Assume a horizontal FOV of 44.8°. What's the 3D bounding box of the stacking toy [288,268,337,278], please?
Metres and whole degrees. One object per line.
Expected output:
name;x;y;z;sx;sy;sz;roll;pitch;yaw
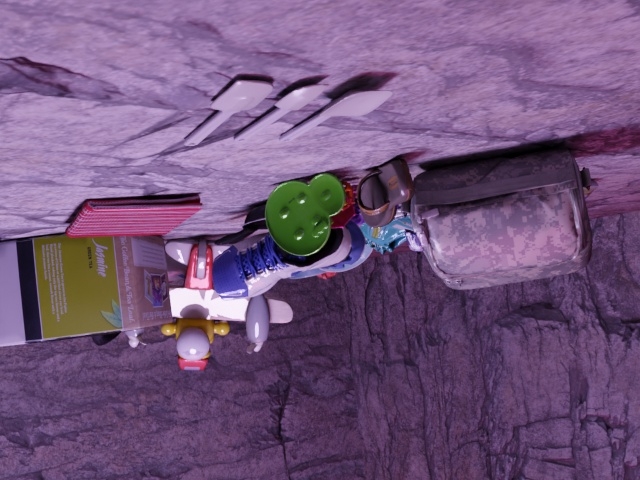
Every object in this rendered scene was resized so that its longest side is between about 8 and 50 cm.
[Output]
stacking toy;0.050;0.052;2.314;0.279;0.130;0.309;-11;-176;21

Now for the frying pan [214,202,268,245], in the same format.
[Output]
frying pan;-0.088;-0.041;1.633;0.197;0.053;0.326;-5;175;-24

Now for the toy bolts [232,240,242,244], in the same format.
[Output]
toy bolts;-0.177;0.086;2.352;0.158;0.218;0.228;-18;-172;37

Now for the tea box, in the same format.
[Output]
tea box;-0.527;0.106;1.738;0.323;0.220;0.329;-6;176;0

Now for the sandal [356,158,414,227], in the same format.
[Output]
sandal;0.094;-0.073;1.282;0.060;0.090;0.219;-17;175;-15

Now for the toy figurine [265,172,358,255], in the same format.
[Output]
toy figurine;0.014;-0.066;1.355;0.173;0.130;0.159;-40;172;33

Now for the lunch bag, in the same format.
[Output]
lunch bag;0.311;-0.047;1.354;0.305;0.212;0.256;-9;159;16

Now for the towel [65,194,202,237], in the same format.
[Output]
towel;-0.340;-0.042;1.389;0.199;0.031;0.275;-3;172;-25

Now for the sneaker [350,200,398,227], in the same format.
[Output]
sneaker;0.097;-0.069;1.667;0.170;0.068;0.071;-15;166;-39

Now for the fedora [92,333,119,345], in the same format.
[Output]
fedora;-0.646;0.154;2.347;0.152;0.334;0.334;26;177;4

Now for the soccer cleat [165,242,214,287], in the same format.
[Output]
soccer cleat;-0.379;0.052;2.167;0.331;0.116;0.143;8;130;-13

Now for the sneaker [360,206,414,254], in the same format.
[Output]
sneaker;0.146;-0.018;1.964;0.275;0.110;0.107;-9;175;29

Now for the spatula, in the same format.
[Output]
spatula;-0.047;-0.129;0.828;0.168;0.019;0.242;-6;175;-25

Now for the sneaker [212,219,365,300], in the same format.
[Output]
sneaker;-0.081;0.016;1.522;0.315;0.127;0.182;-17;167;11

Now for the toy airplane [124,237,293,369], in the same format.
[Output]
toy airplane;-0.320;0.185;2.030;0.386;0.272;0.384;-30;126;19

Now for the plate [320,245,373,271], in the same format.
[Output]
plate;0.056;0.011;2.127;0.188;0.024;0.188;-9;133;-10

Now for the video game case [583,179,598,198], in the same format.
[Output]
video game case;0.541;-0.072;1.855;0.212;0.023;0.193;-3;141;-41
